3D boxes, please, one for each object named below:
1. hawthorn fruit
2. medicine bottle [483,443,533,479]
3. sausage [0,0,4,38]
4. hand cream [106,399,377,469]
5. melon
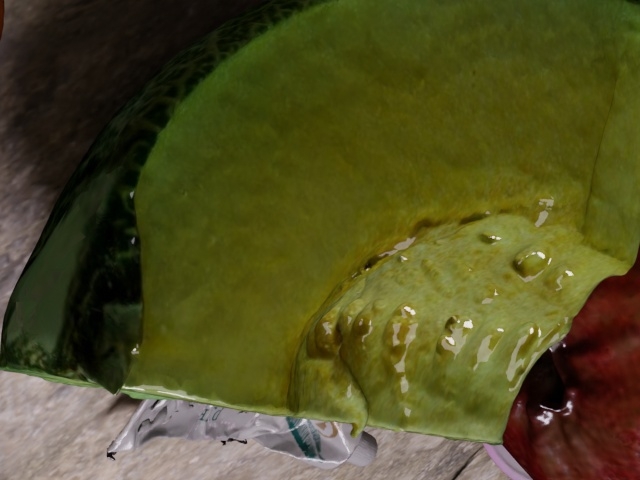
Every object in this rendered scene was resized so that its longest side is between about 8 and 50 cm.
[{"bbox_3d":[0.258,0.061,1.198,0.307,0.265,0.265,-1,136,-35],"label":"hawthorn fruit"},{"bbox_3d":[0.243,0.139,1.444,0.152,0.152,0.254,-46,152,15],"label":"medicine bottle"},{"bbox_3d":[-0.167,-0.120,0.558,0.133,0.133,0.258,-24,154,-27],"label":"sausage"},{"bbox_3d":[-0.041,0.118,1.173,0.084,0.050,0.257,-50,145,17],"label":"hand cream"},{"bbox_3d":[0.000,0.000,0.869,0.343,0.226,0.331,17,132,-45],"label":"melon"}]
